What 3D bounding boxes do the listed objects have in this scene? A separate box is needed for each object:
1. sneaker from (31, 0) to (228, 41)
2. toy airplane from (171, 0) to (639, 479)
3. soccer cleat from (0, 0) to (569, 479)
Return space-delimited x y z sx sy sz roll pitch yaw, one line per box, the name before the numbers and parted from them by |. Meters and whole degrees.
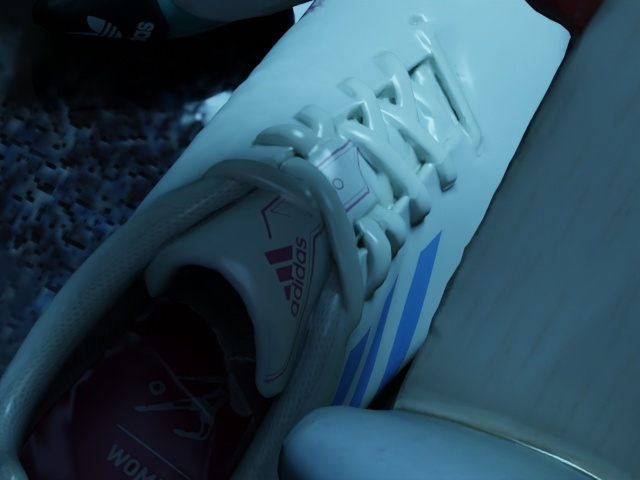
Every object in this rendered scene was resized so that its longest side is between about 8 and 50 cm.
sneaker | -0.091 -0.220 0.637 0.121 0.108 0.302 -19 99 -17
toy airplane | 0.134 -0.045 0.402 0.384 0.272 0.386 -14 114 7
soccer cleat | 0.000 0.000 0.593 0.116 0.143 0.331 34 67 4
